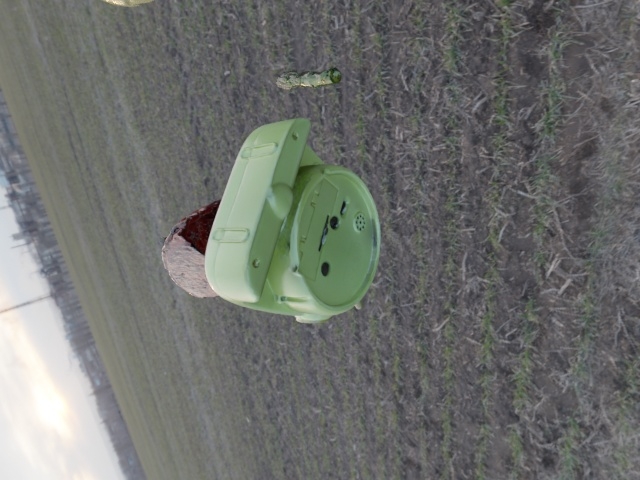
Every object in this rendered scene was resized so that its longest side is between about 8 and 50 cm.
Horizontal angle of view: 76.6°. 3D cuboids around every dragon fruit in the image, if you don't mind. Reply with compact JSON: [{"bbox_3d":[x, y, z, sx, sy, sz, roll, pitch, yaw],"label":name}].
[{"bbox_3d":[-0.171,0.000,0.594,0.127,0.161,0.120,-16,54,24],"label":"dragon fruit"}]

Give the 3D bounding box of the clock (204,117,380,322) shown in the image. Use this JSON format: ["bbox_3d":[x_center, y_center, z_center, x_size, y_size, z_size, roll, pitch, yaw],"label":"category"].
[{"bbox_3d":[0.000,0.000,0.568,0.096,0.308,0.234,0,69,38],"label":"clock"}]

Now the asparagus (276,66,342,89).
[{"bbox_3d":[-0.029,-0.278,0.699,0.165,0.030,0.036,22,81,47],"label":"asparagus"}]

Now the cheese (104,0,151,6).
[{"bbox_3d":[-0.288,-0.446,0.550,0.214,0.226,0.117,-12,65,21],"label":"cheese"}]
